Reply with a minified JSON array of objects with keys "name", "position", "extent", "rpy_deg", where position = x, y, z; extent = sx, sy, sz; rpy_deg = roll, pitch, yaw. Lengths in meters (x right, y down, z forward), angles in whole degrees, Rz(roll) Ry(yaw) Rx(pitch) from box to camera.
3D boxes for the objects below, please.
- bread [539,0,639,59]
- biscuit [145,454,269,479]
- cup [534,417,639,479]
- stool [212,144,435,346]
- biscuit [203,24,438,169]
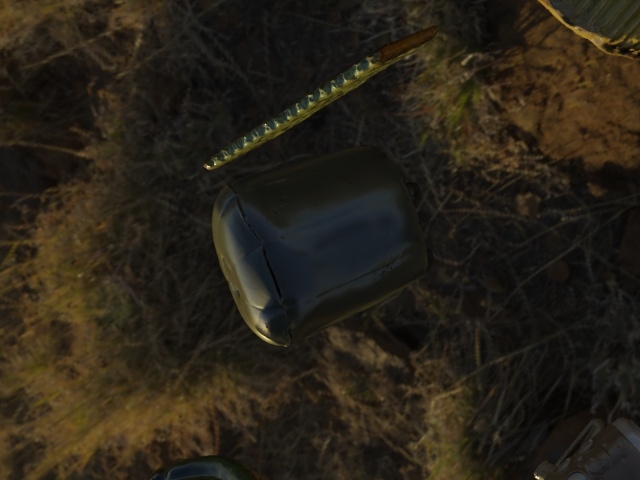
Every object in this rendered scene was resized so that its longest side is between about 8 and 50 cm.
[{"name":"bread","position":[0.233,-0.208,0.696],"extent":[0.132,0.191,0.114],"rpy_deg":[48,119,23]},{"name":"biscuit","position":[-0.058,0.234,0.437],"extent":[0.287,0.343,0.057],"rpy_deg":[-39,122,19]},{"name":"cup","position":[0.222,0.192,0.738],"extent":[0.099,0.102,0.074],"rpy_deg":[-42,82,4]},{"name":"stool","position":[0.000,0.000,0.521],"extent":[0.096,0.110,0.096],"rpy_deg":[159,90,-80]},{"name":"biscuit","position":[-0.003,-0.133,0.896],"extent":[0.231,0.139,0.016],"rpy_deg":[-27,96,36]}]
